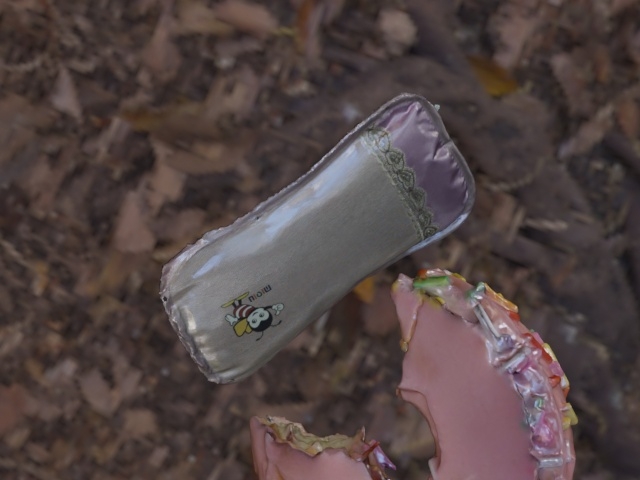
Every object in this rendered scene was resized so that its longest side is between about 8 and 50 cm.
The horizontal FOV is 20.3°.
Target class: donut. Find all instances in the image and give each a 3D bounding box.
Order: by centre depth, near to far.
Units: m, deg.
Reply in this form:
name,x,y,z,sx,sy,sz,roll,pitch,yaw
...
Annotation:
name,x,y,z,sx,sy,sz,roll,pitch,yaw
donut,0.071,0.142,1.129,0.233,0.199,0.085,-43,158,28

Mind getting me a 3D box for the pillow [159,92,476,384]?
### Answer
name,x,y,z,sx,sy,sz,roll,pitch,yaw
pillow,0.000,0.000,1.198,0.232,0.038,0.131,-36,134,-7
